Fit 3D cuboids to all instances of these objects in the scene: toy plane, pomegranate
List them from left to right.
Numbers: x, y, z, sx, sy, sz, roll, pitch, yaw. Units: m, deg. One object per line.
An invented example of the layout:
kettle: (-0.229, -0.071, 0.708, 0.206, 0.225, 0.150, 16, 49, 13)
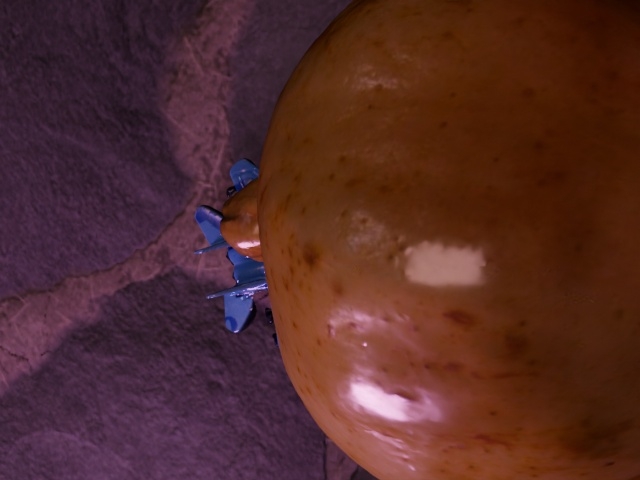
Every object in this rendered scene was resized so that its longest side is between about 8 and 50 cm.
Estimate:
toy plane: (0.004, -0.001, 1.284, 0.246, 0.078, 0.169, -16, 90, 26)
pomegranate: (0.110, -0.008, 1.049, 0.410, 0.410, 0.410, 6, 101, 30)
